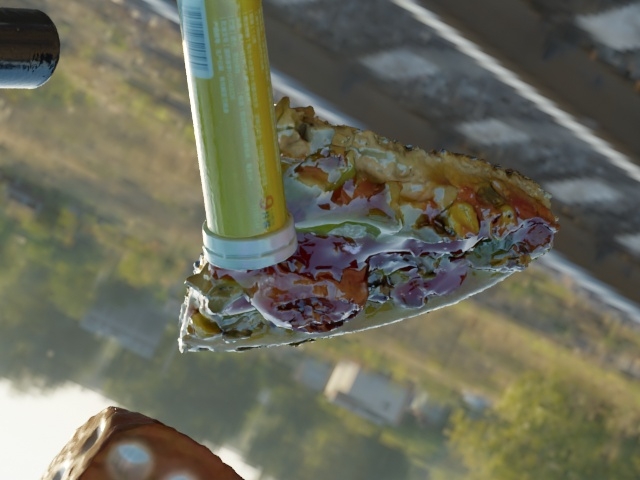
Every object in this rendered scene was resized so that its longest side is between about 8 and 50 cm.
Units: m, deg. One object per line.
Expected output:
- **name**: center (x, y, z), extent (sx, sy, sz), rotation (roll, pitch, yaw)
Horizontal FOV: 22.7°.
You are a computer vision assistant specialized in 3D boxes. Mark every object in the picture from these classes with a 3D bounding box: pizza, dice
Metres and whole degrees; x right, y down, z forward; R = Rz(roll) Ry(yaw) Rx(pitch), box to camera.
- **pizza**: center (0.000, 0.000, 1.580), extent (0.440, 0.130, 0.406), rotation (-18, 151, 13)
- **dice**: center (-0.167, 0.263, 1.405), extent (0.175, 0.174, 0.179), rotation (39, 155, -13)

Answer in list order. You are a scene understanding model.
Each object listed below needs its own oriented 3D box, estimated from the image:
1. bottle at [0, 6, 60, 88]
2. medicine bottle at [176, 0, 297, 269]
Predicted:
- **bottle**: center (-0.328, -0.162, 1.332), extent (0.082, 0.072, 0.244), rotation (18, -165, 37)
- **medicine bottle**: center (-0.063, -0.089, 1.186), extent (0.074, 0.218, 0.074), rotation (-5, -154, 2)
